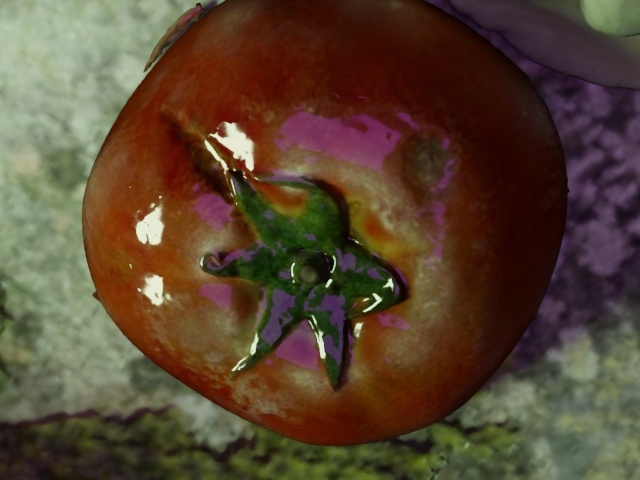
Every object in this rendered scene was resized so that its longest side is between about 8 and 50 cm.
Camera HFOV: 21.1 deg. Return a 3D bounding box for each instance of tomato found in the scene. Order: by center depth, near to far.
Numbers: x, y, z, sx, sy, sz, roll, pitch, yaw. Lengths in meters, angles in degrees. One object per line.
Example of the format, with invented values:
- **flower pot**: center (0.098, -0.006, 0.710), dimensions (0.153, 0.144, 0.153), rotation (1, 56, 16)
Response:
- **tomato**: center (0.002, 0.000, 0.749), dimensions (0.225, 0.085, 0.225), rotation (-1, 110, -2)

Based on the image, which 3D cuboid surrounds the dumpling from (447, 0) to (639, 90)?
- **dumpling**: center (0.148, -0.138, 0.677), dimensions (0.243, 0.175, 0.227), rotation (32, 135, 6)
